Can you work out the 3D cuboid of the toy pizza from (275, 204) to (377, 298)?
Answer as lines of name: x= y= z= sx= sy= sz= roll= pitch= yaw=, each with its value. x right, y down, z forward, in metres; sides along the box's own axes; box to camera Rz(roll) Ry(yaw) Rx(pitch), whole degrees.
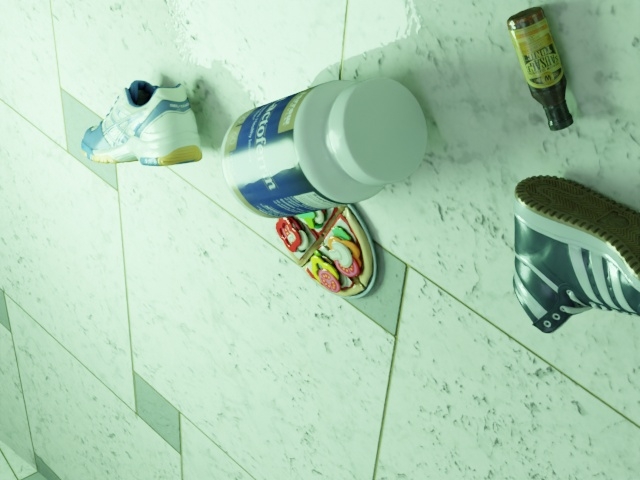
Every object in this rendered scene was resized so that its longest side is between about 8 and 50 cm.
toy pizza: x=0.000 y=0.000 z=1.647 sx=0.201 sy=0.032 sz=0.201 roll=32 pitch=140 yaw=32

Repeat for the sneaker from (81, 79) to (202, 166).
sneaker: x=-0.282 y=-0.187 z=1.809 sx=0.296 sy=0.112 sz=0.131 roll=5 pitch=104 yaw=49

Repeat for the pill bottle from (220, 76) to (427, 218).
pill bottle: x=0.002 y=-0.115 z=1.436 sx=0.265 sy=0.153 sz=0.153 roll=-10 pitch=109 yaw=54

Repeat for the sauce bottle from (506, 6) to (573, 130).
sauce bottle: x=0.231 y=-0.176 z=1.193 sx=0.042 sy=0.042 sz=0.128 roll=-3 pitch=117 yaw=53

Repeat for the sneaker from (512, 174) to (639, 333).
sneaker: x=0.315 y=0.053 z=1.224 sx=0.282 sy=0.099 sz=0.153 roll=36 pitch=137 yaw=39
